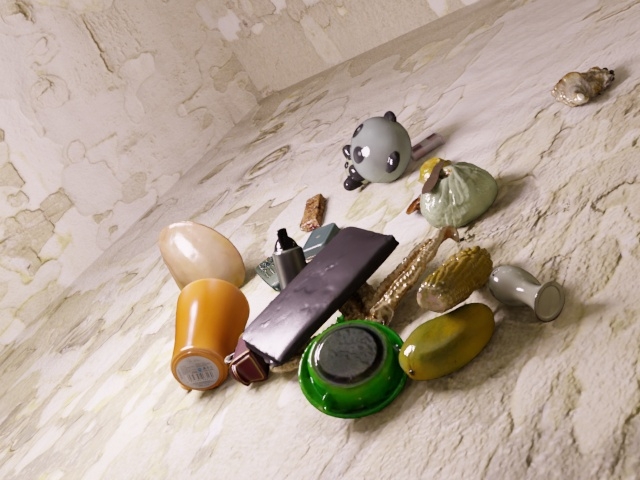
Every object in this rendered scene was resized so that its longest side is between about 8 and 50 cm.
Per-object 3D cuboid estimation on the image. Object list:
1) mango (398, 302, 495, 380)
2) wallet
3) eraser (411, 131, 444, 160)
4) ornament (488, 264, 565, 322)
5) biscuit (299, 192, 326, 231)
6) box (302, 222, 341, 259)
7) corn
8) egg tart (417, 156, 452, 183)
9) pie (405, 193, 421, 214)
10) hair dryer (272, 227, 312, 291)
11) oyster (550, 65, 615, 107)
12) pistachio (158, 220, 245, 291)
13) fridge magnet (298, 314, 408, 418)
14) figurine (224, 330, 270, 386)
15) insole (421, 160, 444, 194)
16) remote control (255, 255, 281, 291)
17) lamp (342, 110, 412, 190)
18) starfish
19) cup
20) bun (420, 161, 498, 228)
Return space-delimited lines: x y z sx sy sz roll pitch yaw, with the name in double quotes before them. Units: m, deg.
"mango" 0.224 0.173 1.429 0.191 0.085 0.122 -34 12 -3
"wallet" -0.007 0.110 1.742 0.377 0.051 0.197 -45 28 -18
"eraser" 0.310 -0.277 2.416 0.105 0.026 0.065 -33 17 2
"ornament" 0.359 0.089 1.447 0.081 0.074 0.156 6 8 -22
"biscuit" -0.021 -0.083 2.458 0.064 0.034 0.199 -27 22 18
"box" 0.000 0.000 2.239 0.091 0.031 0.126 -21 22 30
"corn" 0.252 0.072 1.527 0.087 0.086 0.288 -21 2 30
"egg tart" 0.304 -0.193 2.216 0.105 0.039 0.105 -27 23 12
"pie" 0.260 -0.104 2.077 0.088 0.033 0.191 -33 4 35
"hair dryer" -0.046 0.054 2.019 0.078 0.195 0.248 -13 4 16
"oyster" 0.668 -0.396 2.081 0.163 0.081 0.191 -22 26 16
"pistachio" -0.338 0.051 2.315 0.213 0.260 0.163 -35 9 13
"fridge magnet" 0.059 0.228 1.495 0.208 0.088 0.208 -9 47 9
"figurine" -0.167 0.263 1.804 0.098 0.082 0.154 -20 23 17
"insole" 0.260 -0.146 1.896 0.045 0.002 0.135 -23 25 39
"remote control" -0.129 0.087 2.219 0.072 0.042 0.222 -35 19 -5
"lamp" 0.156 -0.250 2.376 0.244 0.197 0.197 -34 13 51
"starfish" 0.081 0.130 1.739 0.324 0.082 0.432 -5 42 55
"cup" -0.279 0.240 1.959 0.264 0.182 0.226 -86 22 -57
"bun" 0.314 -0.116 1.915 0.195 0.118 0.195 -31 17 11
